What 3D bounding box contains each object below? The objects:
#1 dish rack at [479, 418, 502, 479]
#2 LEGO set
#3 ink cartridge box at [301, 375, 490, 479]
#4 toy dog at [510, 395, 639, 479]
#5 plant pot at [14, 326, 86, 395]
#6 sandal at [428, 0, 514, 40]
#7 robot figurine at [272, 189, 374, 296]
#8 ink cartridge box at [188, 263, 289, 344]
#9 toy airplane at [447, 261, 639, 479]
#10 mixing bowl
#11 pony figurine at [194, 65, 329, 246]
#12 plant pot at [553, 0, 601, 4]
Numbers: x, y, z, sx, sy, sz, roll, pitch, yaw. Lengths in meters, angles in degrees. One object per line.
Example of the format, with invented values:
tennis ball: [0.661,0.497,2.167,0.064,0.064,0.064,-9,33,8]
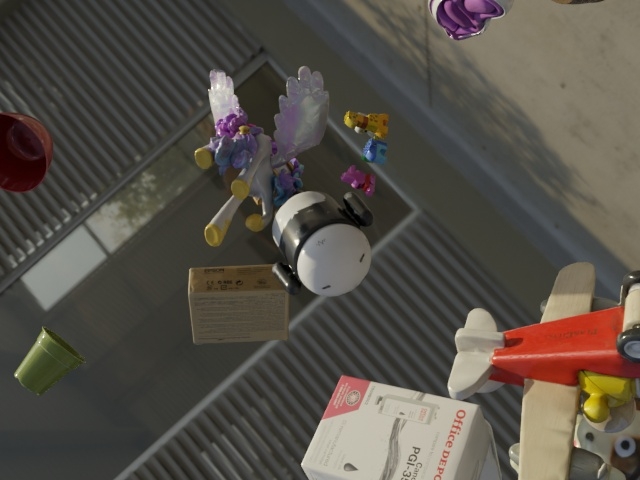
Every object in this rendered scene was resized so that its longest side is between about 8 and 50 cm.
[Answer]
dish rack: [0.256,0.563,1.632,0.072,0.332,0.286,-129,24,-73]
LEGO set: [0.086,-0.215,1.545,0.093,0.227,0.087,17,140,-12]
ink cartridge box: [0.141,0.381,1.331,0.282,0.207,0.117,6,139,29]
toy dog: [0.661,0.545,1.702,0.395,0.285,0.408,12,138,5]
plant pot: [-0.408,0.185,1.089,0.083,0.079,0.083,38,167,11]
sandal: [0.338,-0.546,1.783,0.169,0.102,0.416,30,-178,-4]
robot figurine: [0.000,0.003,1.590,0.173,0.209,0.278,-2,-149,-26]
ink cartridge box: [-0.192,0.154,1.749,0.193,0.234,0.088,95,170,-45]
toy airplane: [0.406,0.219,1.193,0.272,0.386,0.384,51,177,-25]
mixing bowl: [-0.652,-0.206,1.586,0.181,0.181,0.098,49,-152,-16]
pony figurine: [-0.147,-0.200,1.671,0.363,0.302,0.351,-51,-37,-55]
plant pot: [0.601,-0.653,1.770,0.237,0.110,0.237,41,170,8]
